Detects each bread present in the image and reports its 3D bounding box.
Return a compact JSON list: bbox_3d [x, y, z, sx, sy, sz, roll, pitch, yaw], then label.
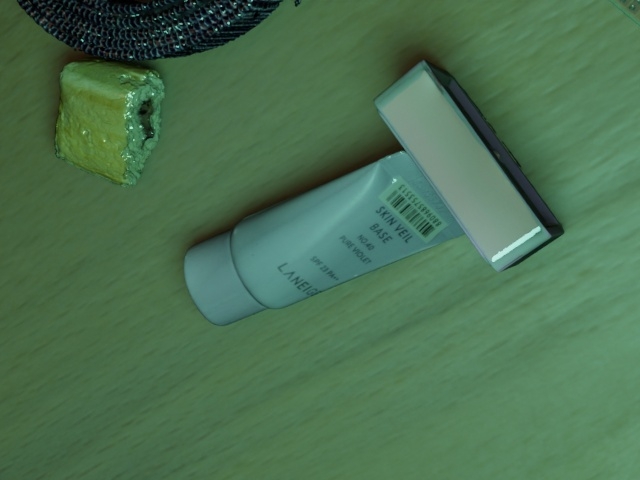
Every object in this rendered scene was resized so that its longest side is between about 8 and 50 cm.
[{"bbox_3d":[-0.219,-0.132,1.399,0.106,0.082,0.125,26,126,21],"label":"bread"}]

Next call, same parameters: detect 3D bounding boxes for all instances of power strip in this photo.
[{"bbox_3d":[0.295,-0.224,1.257,0.083,0.017,0.027,44,107,12],"label":"power strip"}]

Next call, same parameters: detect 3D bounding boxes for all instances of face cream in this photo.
[{"bbox_3d":[0.000,0.000,1.321,0.274,0.154,0.096,-23,48,22],"label":"face cream"}]

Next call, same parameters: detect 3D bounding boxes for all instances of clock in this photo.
[{"bbox_3d":[0.141,-0.068,1.249,0.063,0.150,0.197,-37,83,14],"label":"clock"}]

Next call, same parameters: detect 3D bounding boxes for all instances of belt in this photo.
[{"bbox_3d":[-0.165,-0.315,1.353,0.324,0.122,0.260,-14,96,21],"label":"belt"}]
